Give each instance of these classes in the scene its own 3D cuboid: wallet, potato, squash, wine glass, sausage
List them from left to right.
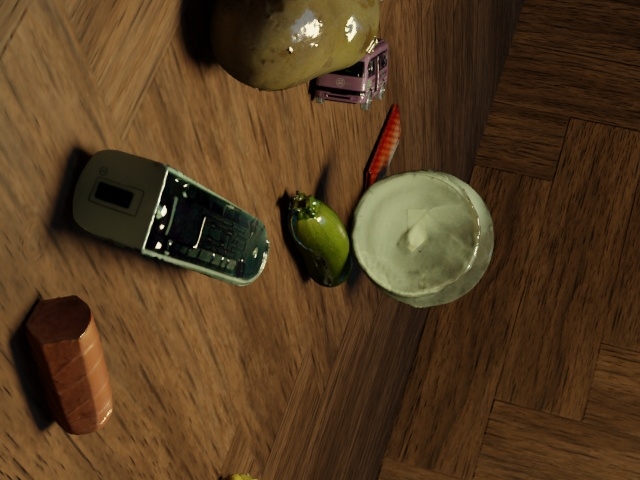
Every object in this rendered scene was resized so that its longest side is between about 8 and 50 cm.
[{"bbox_3d":[-0.229,0.127,1.123,0.169,0.065,0.065,88,20,-47],"label":"sausage"},{"bbox_3d":[-0.034,-0.248,1.349,0.262,0.165,0.165,-27,130,-56],"label":"potato"},{"bbox_3d":[0.000,-0.001,1.885,0.331,0.087,0.087,65,40,-66],"label":"squash"},{"bbox_3d":[0.121,-0.165,2.345,0.103,0.020,0.196,85,23,-49],"label":"wallet"},{"bbox_3d":[0.169,-0.005,2.078,0.406,0.267,0.267,-2,105,-82],"label":"wine glass"}]

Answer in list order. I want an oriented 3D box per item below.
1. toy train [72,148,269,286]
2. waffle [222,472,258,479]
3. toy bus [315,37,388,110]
[{"bbox_3d":[-0.143,-0.012,1.273,0.407,0.088,0.087,34,71,-76],"label":"toy train"},{"bbox_3d":[-0.141,0.494,1.825,0.309,0.065,0.283,79,28,-63],"label":"waffle"},{"bbox_3d":[0.049,-0.260,1.830,0.178,0.086,0.098,-49,148,-69],"label":"toy bus"}]
